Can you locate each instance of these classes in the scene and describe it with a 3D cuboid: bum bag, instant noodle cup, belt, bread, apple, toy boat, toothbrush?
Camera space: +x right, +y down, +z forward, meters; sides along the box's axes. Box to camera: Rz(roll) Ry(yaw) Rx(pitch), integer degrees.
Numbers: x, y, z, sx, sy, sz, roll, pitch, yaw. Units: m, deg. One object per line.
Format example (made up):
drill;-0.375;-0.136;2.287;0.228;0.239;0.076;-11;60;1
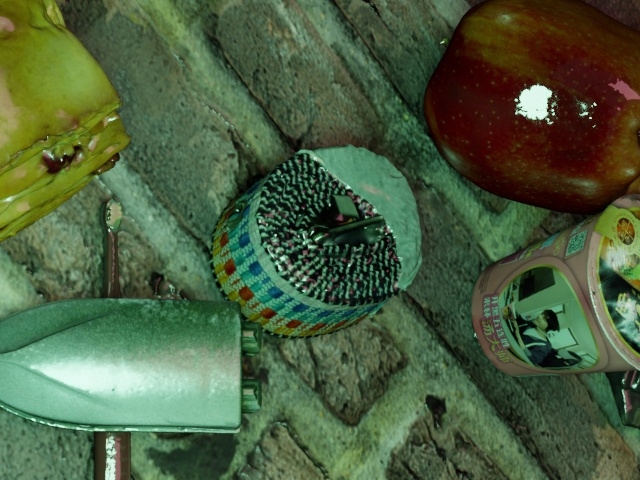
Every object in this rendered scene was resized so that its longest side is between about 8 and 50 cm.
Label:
bum bag;0.431;0.116;2.204;0.144;0.095;0.340;-14;94;-47
instant noodle cup;0.334;0.078;2.027;0.244;0.255;0.244;12;71;-37
belt;0.000;0.000;1.852;0.257;0.150;0.207;-16;79;-41
bread;-0.347;-0.168;1.599;0.277;0.167;0.324;-39;105;-38
apple;0.296;-0.178;2.036;0.317;0.288;0.288;26;53;17
toy boat;-0.219;0.129;1.641;0.319;0.092;0.141;3;76;-14
toothbrush;-0.225;0.133;1.704;0.041;0.041;0.364;8;74;-37
